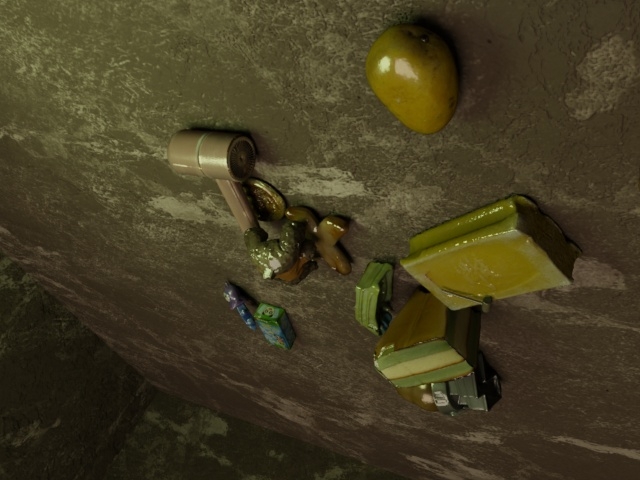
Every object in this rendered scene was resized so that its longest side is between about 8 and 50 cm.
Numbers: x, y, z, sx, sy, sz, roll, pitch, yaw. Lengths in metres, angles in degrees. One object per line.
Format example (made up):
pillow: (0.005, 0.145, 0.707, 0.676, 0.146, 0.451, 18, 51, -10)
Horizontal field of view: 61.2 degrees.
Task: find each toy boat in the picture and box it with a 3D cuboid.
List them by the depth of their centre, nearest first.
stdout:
toy boat: (0.139, 0.152, 1.407, 0.084, 0.111, 0.276, 21, 151, 21)

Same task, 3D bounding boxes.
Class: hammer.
hammer: (0.312, 0.123, 1.163, 0.110, 0.019, 0.035, 19, 147, 24)

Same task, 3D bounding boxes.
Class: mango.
mango: (0.148, -0.248, 0.852, 0.137, 0.098, 0.195, 5, 149, 28)

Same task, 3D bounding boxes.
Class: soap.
soap: (0.339, 0.038, 1.117, 0.199, 0.091, 0.315, 39, 147, -20)

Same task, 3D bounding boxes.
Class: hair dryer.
hair dryer: (-0.221, -0.110, 1.298, 0.189, 0.107, 0.344, 10, 140, 27)

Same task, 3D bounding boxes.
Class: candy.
candy: (-0.156, 0.303, 1.893, 0.097, 0.062, 0.194, 14, 146, 24)

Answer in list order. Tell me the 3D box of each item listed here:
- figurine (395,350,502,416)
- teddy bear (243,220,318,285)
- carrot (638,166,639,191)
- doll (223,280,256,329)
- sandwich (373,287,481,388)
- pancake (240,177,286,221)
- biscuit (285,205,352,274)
figurine: (0.347, 0.413, 1.570, 0.284, 0.167, 0.343, -15, 108, 37)
teddy bear: (-0.090, 0.047, 1.333, 0.177, 0.140, 0.190, -9, 155, 23)
carrot: (0.565, -0.031, 0.885, 0.057, 0.057, 0.224, -12, 127, 46)
doll: (-0.272, 0.224, 1.841, 0.206, 0.067, 0.110, 60, 167, -14)
sandwich: (0.262, 0.233, 1.343, 0.227, 0.198, 0.155, -27, 119, 37)
pancake: (-0.157, -0.098, 1.357, 0.158, 0.028, 0.158, 18, 144, 14)
biscuit: (0.001, 0.000, 1.357, 0.164, 0.047, 0.208, 16, 146, 17)
